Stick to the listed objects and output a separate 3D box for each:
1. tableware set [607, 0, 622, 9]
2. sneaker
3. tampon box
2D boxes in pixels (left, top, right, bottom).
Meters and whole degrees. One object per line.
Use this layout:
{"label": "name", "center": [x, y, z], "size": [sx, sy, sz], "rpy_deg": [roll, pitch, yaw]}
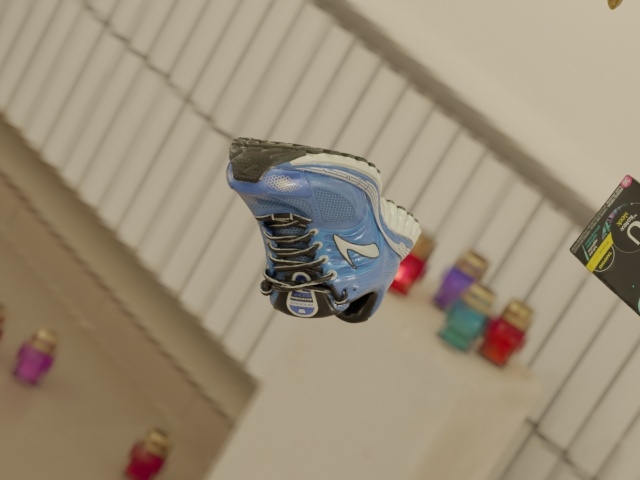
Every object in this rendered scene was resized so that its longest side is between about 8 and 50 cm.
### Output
{"label": "tableware set", "center": [0.294, -0.278, 1.861], "size": [0.024, 0.104, 0.154], "rpy_deg": [6, 15, -12]}
{"label": "sneaker", "center": [0.000, 0.000, 1.865], "size": [0.129, 0.147, 0.330], "rpy_deg": [10, -15, 29]}
{"label": "tampon box", "center": [0.401, 0.024, 2.230], "size": [0.101, 0.120, 0.161], "rpy_deg": [24, 16, -46]}
